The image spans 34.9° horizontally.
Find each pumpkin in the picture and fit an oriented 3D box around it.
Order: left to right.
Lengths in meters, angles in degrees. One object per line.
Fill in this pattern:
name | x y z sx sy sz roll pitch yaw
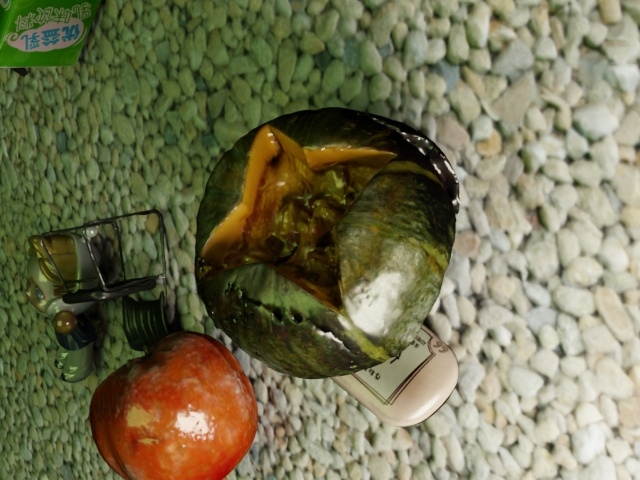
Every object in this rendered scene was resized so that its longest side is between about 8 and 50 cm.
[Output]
pumpkin | 0.000 0.000 1.145 0.321 0.192 0.320 -10 65 21

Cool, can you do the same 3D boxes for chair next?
chair | -0.316 0.077 1.565 0.140 0.145 0.221 -9 94 46

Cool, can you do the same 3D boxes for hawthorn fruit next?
hawthorn fruit | -0.184 0.269 1.436 0.242 0.242 0.271 -31 94 44

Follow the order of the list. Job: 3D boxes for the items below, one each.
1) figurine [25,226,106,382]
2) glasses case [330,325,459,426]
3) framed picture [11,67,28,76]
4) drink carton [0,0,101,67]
figurine | -0.415 0.111 1.691 0.194 0.133 0.274 -158 57 -65
glasses case | 0.033 0.107 1.244 0.314 0.122 0.075 38 168 33
framed picture | -0.673 -0.414 1.742 0.339 0.255 0.014 40 94 31
drink carton | -0.414 -0.396 1.540 0.108 0.161 0.271 51 128 24
